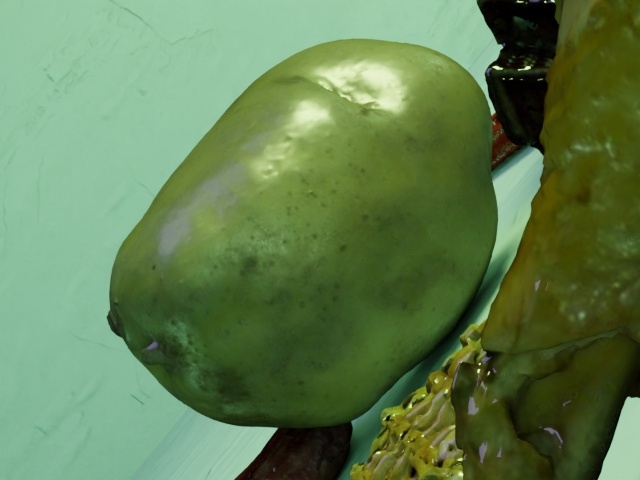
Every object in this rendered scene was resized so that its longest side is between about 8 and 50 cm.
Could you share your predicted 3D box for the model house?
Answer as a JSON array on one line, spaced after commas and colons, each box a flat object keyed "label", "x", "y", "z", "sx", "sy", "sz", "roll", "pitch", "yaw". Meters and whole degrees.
[{"label": "model house", "x": 0.178, "y": -0.137, "z": 1.182, "sx": 0.165, "sy": 0.152, "sz": 0.106, "roll": -52, "pitch": -3, "yaw": -28}]

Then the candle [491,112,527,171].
[{"label": "candle", "x": 0.195, "y": -0.118, "z": 1.598, "sx": 0.051, "sy": 0.048, "sz": 0.329, "roll": -39, "pitch": -2, "yaw": -20}]

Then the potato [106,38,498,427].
[{"label": "potato", "x": 0.000, "y": 0.000, "z": 1.293, "sx": 0.326, "sy": 0.243, "sz": 0.221, "roll": -56, "pitch": -2, "yaw": -26}]

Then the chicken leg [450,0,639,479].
[{"label": "chicken leg", "x": 0.166, "y": -0.050, "z": 0.686, "sx": 0.295, "sy": 0.182, "sz": 0.409, "roll": -10, "pitch": -57, "yaw": -81}]

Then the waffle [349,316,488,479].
[{"label": "waffle", "x": 0.059, "y": 0.120, "z": 0.903, "sx": 0.254, "sy": 0.052, "sz": 0.245, "roll": -47, "pitch": 4, "yaw": 40}]

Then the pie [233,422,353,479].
[{"label": "pie", "x": -0.047, "y": 0.210, "z": 1.350, "sx": 0.204, "sy": 0.054, "sz": 0.219, "roll": -52, "pitch": 1, "yaw": 0}]
